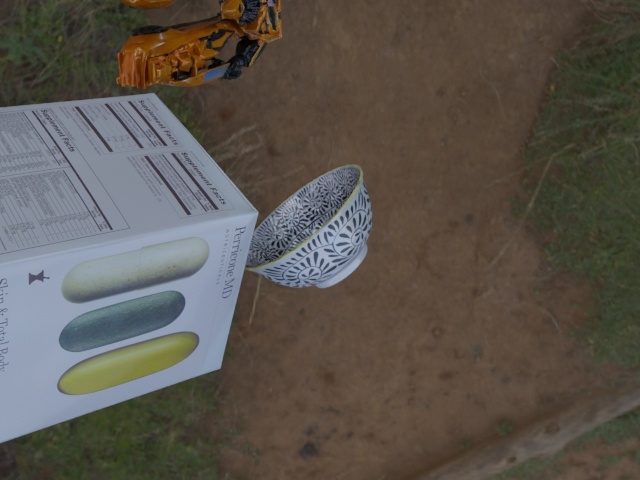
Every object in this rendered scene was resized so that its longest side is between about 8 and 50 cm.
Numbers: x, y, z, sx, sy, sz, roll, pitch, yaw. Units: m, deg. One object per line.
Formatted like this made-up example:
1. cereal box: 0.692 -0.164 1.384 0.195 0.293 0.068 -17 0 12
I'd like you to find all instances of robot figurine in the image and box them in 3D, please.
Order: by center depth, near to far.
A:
1. robot figurine: -0.145 -0.296 0.996 0.085 0.291 0.211 16 121 31

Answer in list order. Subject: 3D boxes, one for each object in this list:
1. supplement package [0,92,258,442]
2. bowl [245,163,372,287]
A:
1. supplement package: -0.229 0.017 0.665 0.262 0.198 0.199 -14 137 -35
2. bowl: 0.000 0.000 0.857 0.170 0.170 0.080 -31 110 24
